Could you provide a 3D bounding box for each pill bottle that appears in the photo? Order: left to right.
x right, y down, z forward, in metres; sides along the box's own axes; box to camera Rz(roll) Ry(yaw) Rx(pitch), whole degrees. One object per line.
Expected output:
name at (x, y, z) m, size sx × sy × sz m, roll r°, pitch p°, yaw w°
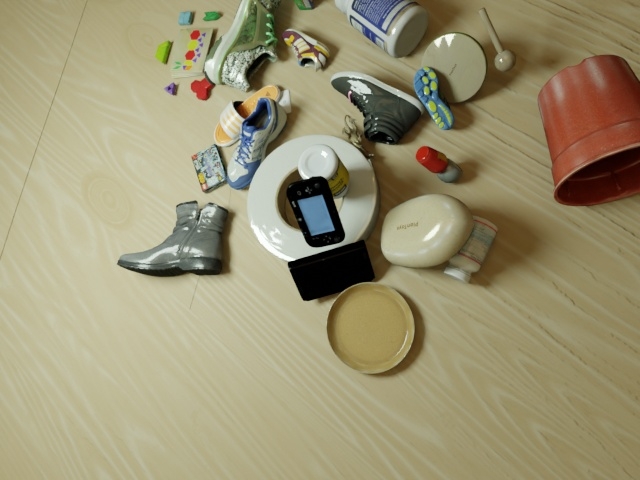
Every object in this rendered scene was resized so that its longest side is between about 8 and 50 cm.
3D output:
pill bottle at (0.017, -0.169, 1.200) m, size 0.103 × 0.184 × 0.103 m, roll -4°, pitch 77°, yaw 17°
pill bottle at (0.172, -0.668, 1.357) m, size 0.153 × 0.153 × 0.264 m, roll -45°, pitch 70°, yaw 4°
pill bottle at (0.375, 0.024, 1.173) m, size 0.087 × 0.087 × 0.160 m, roll 25°, pitch 87°, yaw 21°

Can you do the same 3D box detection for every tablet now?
tablet at (-0.122, -0.437, 1.476) m, size 0.054 × 0.006 × 0.083 m, roll -12°, pitch 75°, yaw 14°

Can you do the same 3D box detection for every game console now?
game console at (0.000, 0.000, 1.182) m, size 0.213 × 0.361 × 0.044 m, roll -17°, pitch 35°, yaw 5°

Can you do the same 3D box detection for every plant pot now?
plant pot at (0.132, 0.230, 1.232) m, size 0.236 × 0.032 × 0.236 m, roll -4°, pitch 76°, yaw 17°
plant pot at (0.646, -0.259, 1.073) m, size 0.272 × 0.272 × 0.265 m, roll -13°, pitch 67°, yaw 14°

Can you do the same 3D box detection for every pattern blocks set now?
pattern blocks set at (-0.448, -0.650, 1.615) m, size 0.285 × 0.026 × 0.324 m, roll 16°, pitch 83°, yaw 20°

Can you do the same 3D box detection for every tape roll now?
tape roll at (-0.021, -0.116, 1.337) m, size 0.392 × 0.072 × 0.392 m, roll -4°, pitch 76°, yaw 16°

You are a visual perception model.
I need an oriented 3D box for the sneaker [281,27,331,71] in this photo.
sneaker at (-0.062, -0.598, 1.460) m, size 0.185 × 0.069 × 0.084 m, roll 32°, pitch 83°, yaw 22°

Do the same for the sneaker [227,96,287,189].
sneaker at (-0.217, -0.300, 1.408) m, size 0.112 × 0.131 × 0.296 m, roll 27°, pitch 90°, yaw 19°

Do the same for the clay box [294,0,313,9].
clay box at (-0.055, -0.859, 1.450) m, size 0.053 × 0.127 × 0.222 m, roll 4°, pitch 98°, yaw 10°

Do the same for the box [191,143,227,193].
box at (-0.353, -0.230, 1.490) m, size 0.094 × 0.027 × 0.137 m, roll -26°, pitch 72°, yaw 11°

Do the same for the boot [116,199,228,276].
boot at (-0.449, -0.006, 1.437) m, size 0.338 × 0.118 × 0.222 m, roll -1°, pitch 74°, yaw 6°

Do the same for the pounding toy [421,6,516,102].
pounding toy at (0.400, -0.495, 1.264) m, size 0.237 × 0.110 × 0.183 m, roll -24°, pitch 103°, yaw 47°

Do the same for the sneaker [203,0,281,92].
sneaker at (-0.193, -0.646, 1.492) m, size 0.182 × 0.158 × 0.410 m, roll 32°, pitch 93°, yaw 6°

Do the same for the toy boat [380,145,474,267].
toy boat at (0.289, -0.080, 1.186) m, size 0.267 × 0.148 × 0.318 m, roll -5°, pitch 68°, yaw 52°

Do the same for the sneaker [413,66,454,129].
sneaker at (0.312, -0.387, 1.282) m, size 0.067 × 0.078 × 0.188 m, roll -26°, pitch 88°, yaw 15°

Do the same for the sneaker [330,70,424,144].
sneaker at (0.132, -0.376, 1.328) m, size 0.296 × 0.104 × 0.147 m, roll 28°, pitch 82°, yaw 17°

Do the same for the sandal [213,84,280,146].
sandal at (-0.249, -0.413, 1.470) m, size 0.265 × 0.076 × 0.102 m, roll -40°, pitch 68°, yaw 8°

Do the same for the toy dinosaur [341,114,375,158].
toy dinosaur at (0.090, -0.305, 1.334) m, size 0.053 × 0.092 × 0.183 m, roll -31°, pitch 67°, yaw 4°
